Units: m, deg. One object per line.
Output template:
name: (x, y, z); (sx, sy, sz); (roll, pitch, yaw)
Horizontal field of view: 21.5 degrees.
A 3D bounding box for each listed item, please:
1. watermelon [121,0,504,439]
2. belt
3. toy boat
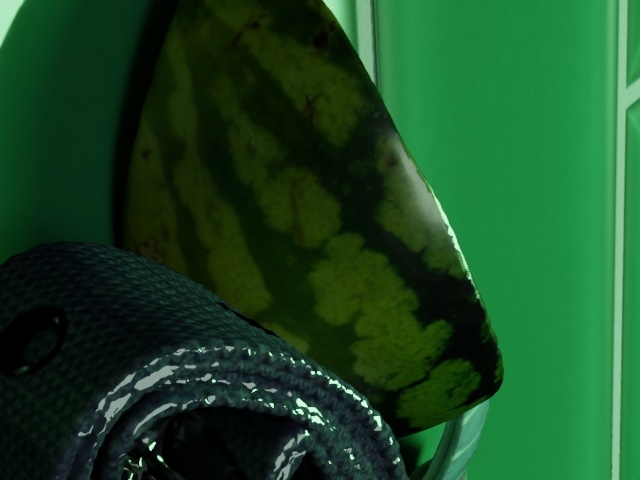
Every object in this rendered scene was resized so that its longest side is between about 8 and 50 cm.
watermelon: (0.019, 0.011, 0.745); (0.159, 0.128, 0.303); (-62, 146, -27)
belt: (-0.041, 0.105, 0.631); (0.139, 0.126, 0.230); (-47, 135, -10)
toy boat: (0.075, 0.111, 0.921); (0.096, 0.034, 0.122); (-46, 162, -51)
